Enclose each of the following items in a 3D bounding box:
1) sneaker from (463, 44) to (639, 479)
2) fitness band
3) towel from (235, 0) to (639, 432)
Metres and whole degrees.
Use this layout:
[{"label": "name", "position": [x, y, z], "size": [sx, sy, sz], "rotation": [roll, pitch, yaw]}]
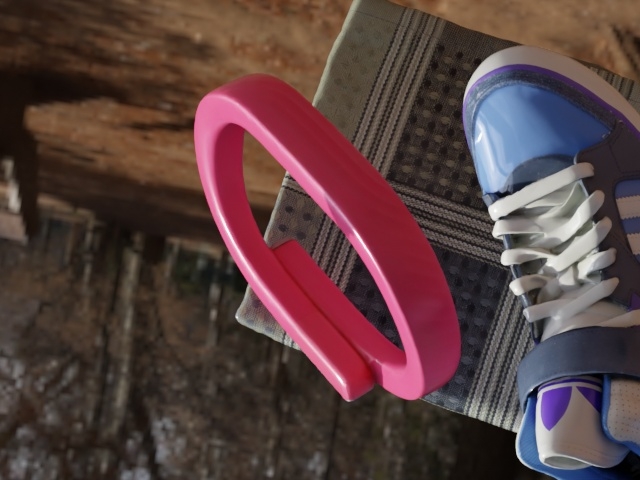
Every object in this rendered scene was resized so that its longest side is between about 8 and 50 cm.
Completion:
[{"label": "sneaker", "position": [0.181, 0.042, 0.971], "size": [0.130, 0.323, 0.236], "rotation": [-23, -162, 33]}, {"label": "fitness band", "position": [0.000, 0.000, 1.051], "size": [0.054, 0.209, 0.291], "rotation": [-27, -127, -23]}, {"label": "towel", "position": [0.122, -0.024, 1.206], "size": [0.312, 0.324, 0.056], "rotation": [20, 174, 9]}]
